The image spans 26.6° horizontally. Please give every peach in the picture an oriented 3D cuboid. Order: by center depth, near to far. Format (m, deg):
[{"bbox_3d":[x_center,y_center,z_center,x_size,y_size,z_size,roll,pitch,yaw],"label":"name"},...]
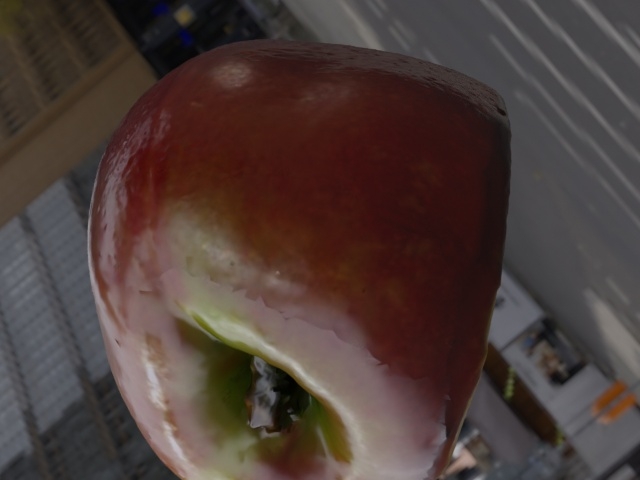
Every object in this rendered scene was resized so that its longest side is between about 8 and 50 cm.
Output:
[{"bbox_3d":[0.000,0.000,0.733,0.245,0.248,0.274,41,-145,-7],"label":"peach"}]
